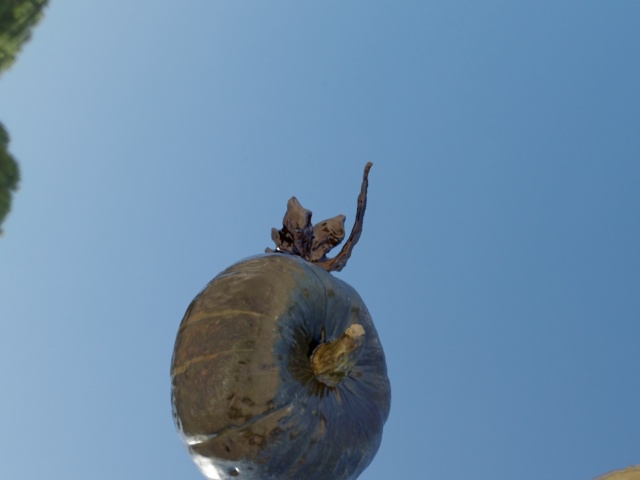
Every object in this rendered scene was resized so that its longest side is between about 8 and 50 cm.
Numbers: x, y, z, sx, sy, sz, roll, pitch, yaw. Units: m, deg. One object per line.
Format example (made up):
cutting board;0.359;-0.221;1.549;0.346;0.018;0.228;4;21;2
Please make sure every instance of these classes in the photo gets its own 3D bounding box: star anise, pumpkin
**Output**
star anise;0.000;0.000;0.949;0.191;0.097;0.070;-67;-153;18
pumpkin;-0.020;0.111;0.809;0.162;0.219;0.219;-25;-143;33

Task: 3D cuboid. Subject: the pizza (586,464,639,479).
pizza;0.225;0.188;0.449;0.335;0.086;0.226;-6;-146;21
